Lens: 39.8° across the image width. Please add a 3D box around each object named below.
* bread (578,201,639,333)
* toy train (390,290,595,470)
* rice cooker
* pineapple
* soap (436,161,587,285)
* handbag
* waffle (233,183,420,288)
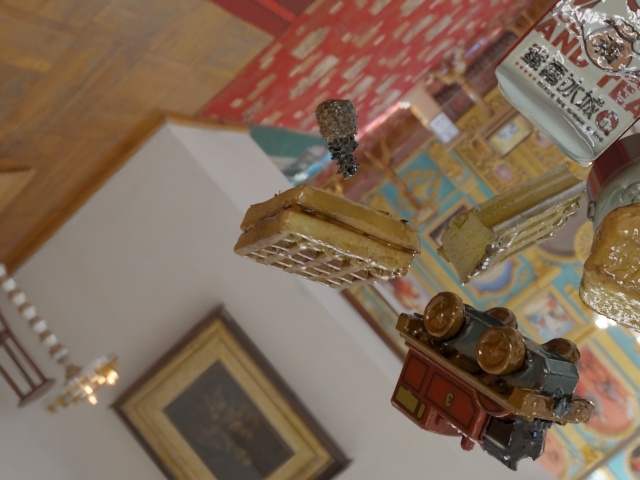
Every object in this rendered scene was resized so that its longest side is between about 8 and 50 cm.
[{"bbox_3d":[0.301,0.048,0.667,0.083,0.211,0.114,-57,160,-14],"label":"bread"},{"bbox_3d":[0.249,0.219,1.415,0.369,0.163,0.232,31,-76,55],"label":"toy train"},{"bbox_3d":[0.827,-0.087,2.171,0.335,0.335,0.325,-42,-172,22],"label":"rice cooker"},{"bbox_3d":[0.050,-0.244,2.141,0.108,0.198,0.108,-13,-177,1],"label":"pineapple"},{"bbox_3d":[0.435,-0.039,2.008,0.281,0.143,0.259,-23,160,-22],"label":"soap"},{"bbox_3d":[0.355,-0.242,1.019,0.298,0.171,0.151,-47,171,11],"label":"handbag"},{"bbox_3d":[0.000,0.000,1.424,0.327,0.224,0.098,167,-59,-70],"label":"waffle"}]
